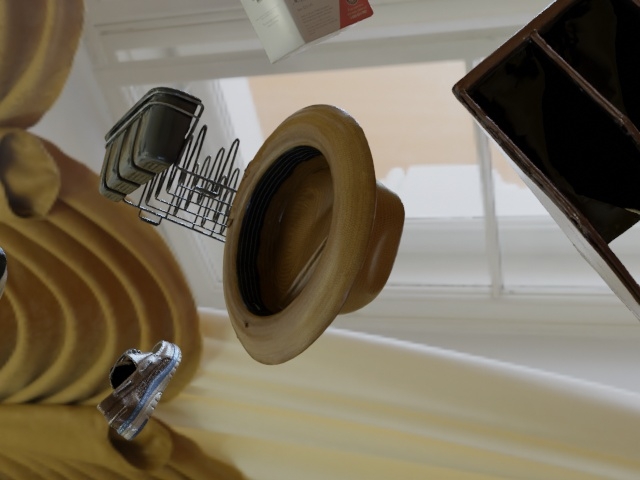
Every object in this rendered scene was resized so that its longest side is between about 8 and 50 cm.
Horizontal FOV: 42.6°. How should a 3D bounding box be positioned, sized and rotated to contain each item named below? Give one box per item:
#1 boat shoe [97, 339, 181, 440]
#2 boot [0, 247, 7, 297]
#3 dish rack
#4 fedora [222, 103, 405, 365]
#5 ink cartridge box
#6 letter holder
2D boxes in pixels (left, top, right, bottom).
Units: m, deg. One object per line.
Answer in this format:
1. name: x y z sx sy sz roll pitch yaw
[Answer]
1. boat shoe: -0.227 0.170 1.035 0.066 0.066 0.183 40 -162 -12
2. boot: -0.382 0.112 0.823 0.106 0.082 0.219 113 -178 -51
3. dish rack: -0.078 -0.040 0.815 0.271 0.208 0.074 23 -106 -23
4. fedora: 0.000 0.000 0.587 0.079 0.194 0.194 11 -104 -32
5. ink cartridge box: -0.040 -0.303 0.868 0.115 0.067 0.198 -33 -79 -38
6. letter holder: 0.281 -0.037 0.689 0.302 0.152 0.214 39 -162 -43
